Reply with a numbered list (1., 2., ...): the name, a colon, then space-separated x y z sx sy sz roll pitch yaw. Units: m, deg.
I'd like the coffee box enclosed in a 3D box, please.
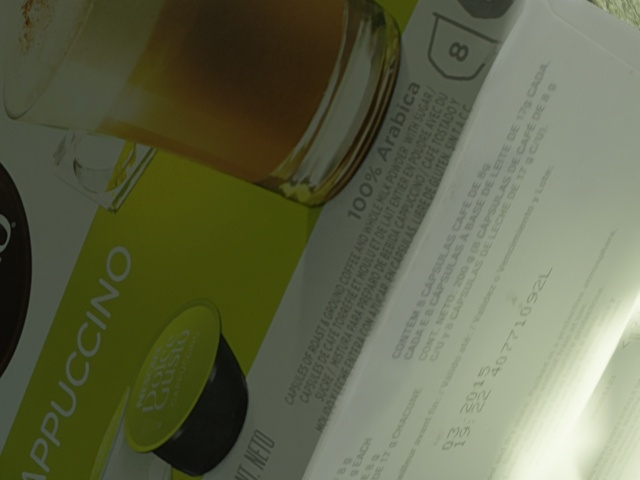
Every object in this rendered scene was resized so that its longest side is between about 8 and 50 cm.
1. coffee box: 0.000 0.000 0.744 0.338 0.334 0.338 11 108 -52
